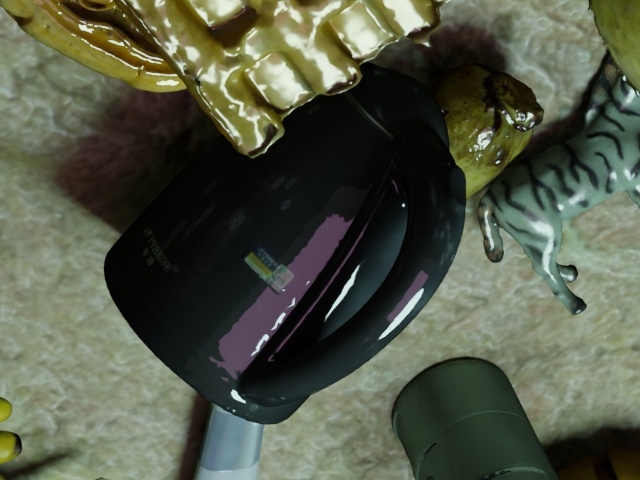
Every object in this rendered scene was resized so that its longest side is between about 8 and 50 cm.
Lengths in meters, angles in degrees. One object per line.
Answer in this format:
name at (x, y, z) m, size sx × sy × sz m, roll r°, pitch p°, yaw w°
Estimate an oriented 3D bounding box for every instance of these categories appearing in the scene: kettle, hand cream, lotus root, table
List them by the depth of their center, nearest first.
kettle at (0.000, 0.000, 1.616) m, size 0.290 × 0.268 × 0.207 m, roll -46°, pitch 133°, yaw 16°
lotus root at (0.105, -0.072, 1.714) m, size 0.108 × 0.094 × 0.190 m, roll 9°, pitch 133°, yaw -47°
table at (0.159, 0.230, 1.887) m, size 0.126 × 0.220 × 0.126 m, roll -11°, pitch 131°, yaw -12°
hand cream at (-0.093, 0.230, 1.906) m, size 0.079 × 0.048 × 0.255 m, roll -4°, pitch 128°, yaw -19°

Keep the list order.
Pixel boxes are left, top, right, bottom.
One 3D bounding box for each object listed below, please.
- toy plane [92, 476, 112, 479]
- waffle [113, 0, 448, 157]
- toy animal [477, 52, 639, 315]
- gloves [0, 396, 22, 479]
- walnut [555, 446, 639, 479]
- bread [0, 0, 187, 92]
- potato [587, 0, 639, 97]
toy plane at (-0.297, 0.290, 1.842) m, size 0.256 × 0.104 × 0.242 m, roll 27°, pitch 116°, yaw -34°
waffle at (0.003, -0.253, 1.387) m, size 0.348 × 0.077 × 0.304 m, roll -33°, pitch 129°, yaw 7°
toy animal at (0.262, -0.055, 1.788) m, size 0.170 × 0.090 × 0.255 m, roll 37°, pitch 100°, yaw -17°
gloves at (-0.400, 0.182, 1.706) m, size 0.294 × 0.116 × 0.133 m, roll 5°, pitch 120°, yaw -22°
walnut at (0.333, 0.310, 2.038) m, size 0.336 × 0.209 × 0.209 m, roll -5°, pitch 129°, yaw -33°
bread at (-0.137, -0.217, 1.492) m, size 0.236 × 0.120 × 0.198 m, roll 28°, pitch 112°, yaw -34°
potato at (0.370, -0.184, 1.610) m, size 0.242 × 0.242 × 0.285 m, roll -35°, pitch 112°, yaw 8°
